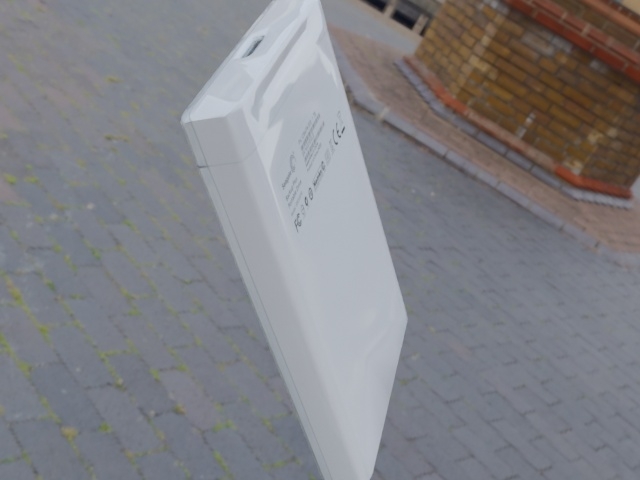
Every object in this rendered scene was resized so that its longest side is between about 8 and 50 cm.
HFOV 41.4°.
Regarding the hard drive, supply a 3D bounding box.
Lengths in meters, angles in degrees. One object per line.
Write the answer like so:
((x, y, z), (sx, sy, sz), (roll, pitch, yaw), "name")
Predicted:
((0.000, 0.000, 0.710), (0.047, 0.353, 0.233), (-6, 34, 20), "hard drive")
